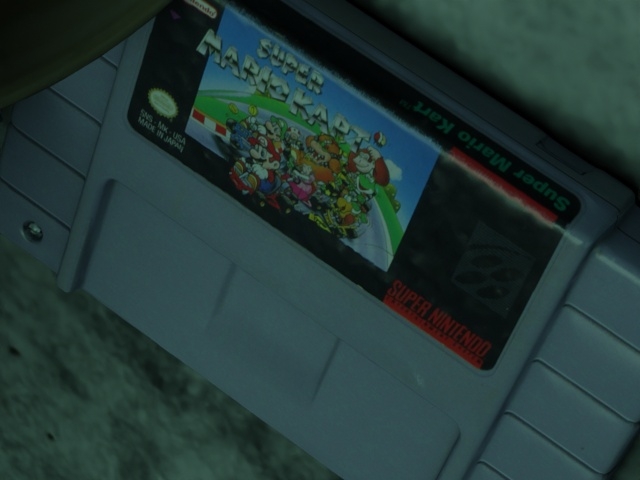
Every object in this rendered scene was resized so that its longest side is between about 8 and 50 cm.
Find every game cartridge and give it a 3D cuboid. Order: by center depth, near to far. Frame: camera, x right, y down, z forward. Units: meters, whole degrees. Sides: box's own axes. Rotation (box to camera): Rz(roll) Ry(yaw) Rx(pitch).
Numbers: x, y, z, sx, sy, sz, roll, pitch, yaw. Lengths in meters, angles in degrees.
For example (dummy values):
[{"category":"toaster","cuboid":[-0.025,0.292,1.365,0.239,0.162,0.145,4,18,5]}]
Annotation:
[{"category":"game cartridge","cuboid":[0.000,0.000,0.920,0.355,0.068,0.230,35,136,14]}]

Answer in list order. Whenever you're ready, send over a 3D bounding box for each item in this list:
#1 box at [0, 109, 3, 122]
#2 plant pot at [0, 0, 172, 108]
[{"category":"box","cuboid":[-0.501,-0.080,0.950,0.472,0.297,0.480,49,137,-12]},{"category":"plant pot","cuboid":[-0.192,-0.252,0.761,0.280,0.323,0.323,47,136,25]}]
